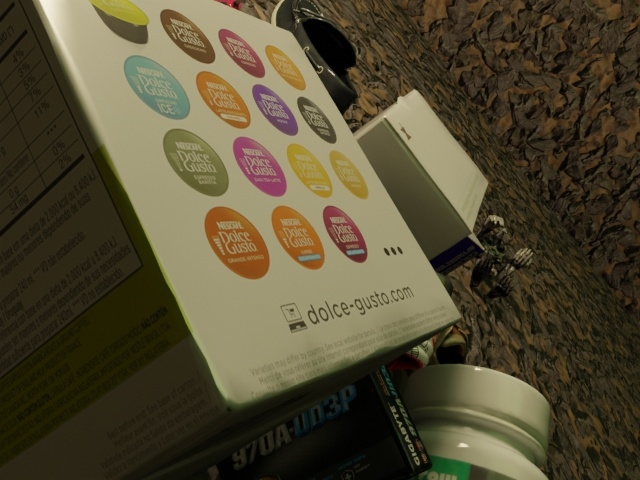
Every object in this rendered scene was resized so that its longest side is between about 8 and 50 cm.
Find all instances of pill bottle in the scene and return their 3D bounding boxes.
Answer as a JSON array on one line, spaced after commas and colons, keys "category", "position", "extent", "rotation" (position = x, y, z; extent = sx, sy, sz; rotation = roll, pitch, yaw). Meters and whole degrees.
[{"category": "pill bottle", "position": [0.135, 0.330, 0.749], "extent": [0.204, 0.204, 0.361], "rotation": [39, 52, -29]}]

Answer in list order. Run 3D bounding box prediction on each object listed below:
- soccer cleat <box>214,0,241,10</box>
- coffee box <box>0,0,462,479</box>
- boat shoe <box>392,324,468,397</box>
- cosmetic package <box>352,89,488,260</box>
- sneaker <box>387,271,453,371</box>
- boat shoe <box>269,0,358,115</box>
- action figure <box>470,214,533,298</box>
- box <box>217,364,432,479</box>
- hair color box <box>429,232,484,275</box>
[{"category": "soccer cleat", "position": [-0.251, -0.329, 1.037], "extent": [0.116, 0.143, 0.331], "rotation": [54, 36, 1]}, {"category": "coffee box", "position": [-0.156, 0.022, 0.594], "extent": [0.337, 0.338, 0.334], "rotation": [-4, 61, -60]}, {"category": "boat shoe", "position": [0.162, 0.158, 1.043], "extent": [0.123, 0.116, 0.324], "rotation": [22, 43, -48]}, {"category": "cosmetic package", "position": [0.000, 0.000, 0.843], "extent": [0.155, 0.365, 0.197], "rotation": [52, 27, -5]}, {"category": "sneaker", "position": [0.040, 0.101, 1.001], "extent": [0.090, 0.270, 0.145], "rotation": [62, 42, -54]}, {"category": "boat shoe", "position": [-0.006, -0.403, 1.532], "extent": [0.187, 0.156, 0.500], "rotation": [36, 31, -30]}, {"category": "action figure", "position": [0.450, 0.030, 1.801], "extent": [0.164, 0.141, 0.276], "rotation": [38, 31, -7]}, {"category": "box", "position": [-0.015, 0.201, 0.751], "extent": [0.051, 0.220, 0.175], "rotation": [12, 50, -57]}, {"category": "hair color box", "position": [0.150, -0.052, 1.156], "extent": [0.185, 0.110, 0.339], "rotation": [60, 15, 19]}]
